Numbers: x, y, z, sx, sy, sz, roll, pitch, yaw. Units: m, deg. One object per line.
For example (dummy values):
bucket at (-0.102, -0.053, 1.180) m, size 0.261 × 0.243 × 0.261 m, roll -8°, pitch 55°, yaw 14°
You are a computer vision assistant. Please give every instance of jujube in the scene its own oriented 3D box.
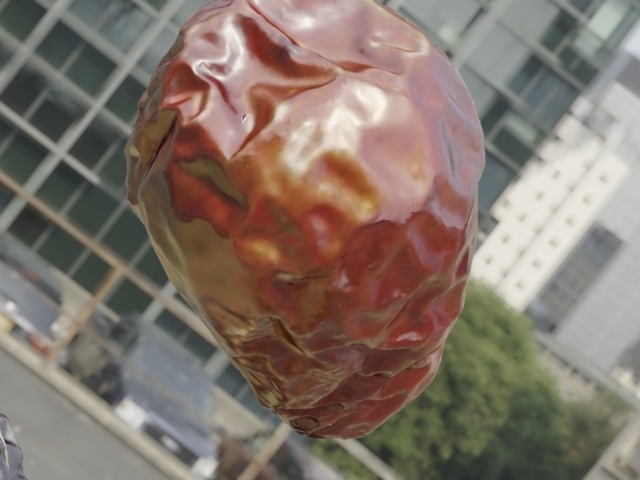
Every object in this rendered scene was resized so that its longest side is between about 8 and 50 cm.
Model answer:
jujube at (0.000, 0.000, 1.055) m, size 0.216 × 0.216 × 0.342 m, roll 38°, pitch -22°, yaw 24°

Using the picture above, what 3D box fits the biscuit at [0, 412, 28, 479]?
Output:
biscuit at (-0.096, 0.061, 0.342) m, size 0.089 × 0.087 × 0.027 m, roll 33°, pitch 8°, yaw 28°
